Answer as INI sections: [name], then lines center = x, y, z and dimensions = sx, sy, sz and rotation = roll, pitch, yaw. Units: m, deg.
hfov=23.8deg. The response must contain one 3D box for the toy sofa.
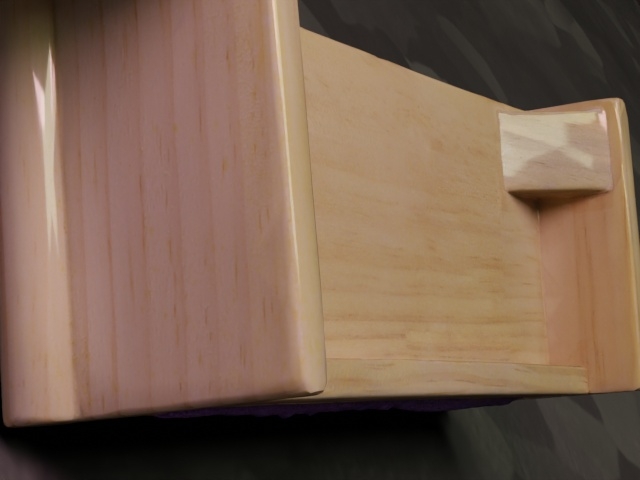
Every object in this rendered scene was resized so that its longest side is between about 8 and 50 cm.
[toy sofa]
center = 0.000, 0.000, 0.644
dimensions = 0.362, 0.177, 0.150
rotation = 9, 75, -61
